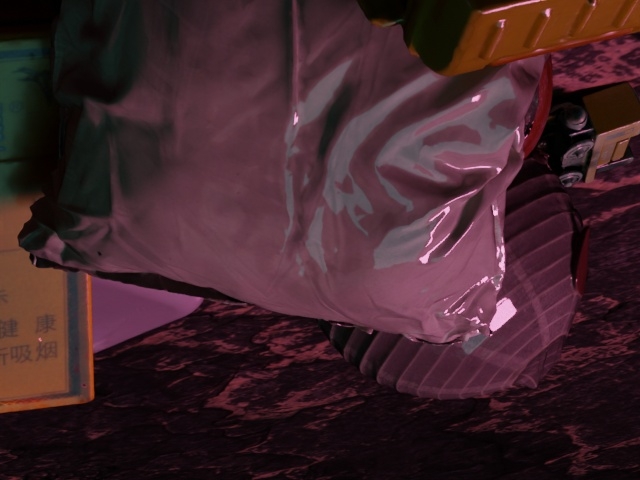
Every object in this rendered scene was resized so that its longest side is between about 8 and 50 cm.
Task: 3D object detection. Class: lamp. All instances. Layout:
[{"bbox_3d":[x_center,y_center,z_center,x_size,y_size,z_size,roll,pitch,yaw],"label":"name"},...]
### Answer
[{"bbox_3d":[0.104,0.022,1.486,0.233,0.233,0.265,-8,163,-7],"label":"lamp"}]

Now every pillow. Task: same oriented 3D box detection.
[{"bbox_3d":[-0.015,-0.069,1.098,0.310,0.138,0.283,15,120,-4],"label":"pillow"}]

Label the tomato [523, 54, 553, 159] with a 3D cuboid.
[{"bbox_3d":[0.057,-0.109,1.238,0.214,0.181,0.155,-15,-175,23],"label":"tomato"}]

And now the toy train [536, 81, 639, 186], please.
[{"bbox_3d":[0.220,-0.086,1.527,0.081,0.050,0.122,-20,161,-4],"label":"toy train"}]

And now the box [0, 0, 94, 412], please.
[{"bbox_3d":[-0.249,-0.020,1.204,0.193,0.084,0.301,-7,128,-14],"label":"box"}]

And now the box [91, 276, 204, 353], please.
[{"bbox_3d":[-0.215,0.007,1.445,0.264,0.106,0.336,-23,154,30],"label":"box"}]

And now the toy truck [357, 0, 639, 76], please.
[{"bbox_3d":[0.117,-0.221,0.830,0.180,0.254,0.405,-11,163,-11],"label":"toy truck"}]
